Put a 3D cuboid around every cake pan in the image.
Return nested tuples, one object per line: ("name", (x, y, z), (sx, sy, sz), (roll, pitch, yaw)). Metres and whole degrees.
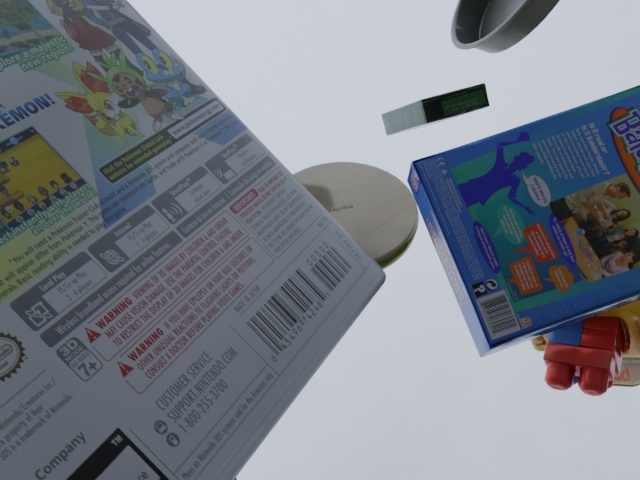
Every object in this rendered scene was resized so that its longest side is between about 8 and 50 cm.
("cake pan", (0.326, -0.428, 1.379), (0.054, 0.293, 0.293), (29, -75, -19))

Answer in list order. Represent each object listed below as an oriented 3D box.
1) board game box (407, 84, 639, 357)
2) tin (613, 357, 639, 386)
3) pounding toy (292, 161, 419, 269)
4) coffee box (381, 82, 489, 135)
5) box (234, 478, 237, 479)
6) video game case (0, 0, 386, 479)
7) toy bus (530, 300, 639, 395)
("board game box", (0.195, -0.019, 0.667), (0.210, 0.160, 0.047), (-18, -16, -5))
("tin", (0.383, 0.141, 1.134), (0.040, 0.189, 0.106), (-10, -93, -22))
("pounding toy", (0.000, 0.000, 1.032), (0.236, 0.183, 0.110), (7, -44, 11))
("coffee box", (0.179, -0.206, 1.342), (0.113, 0.184, 0.040), (-17, -85, -15))
("box", (-0.160, 0.288, 0.534), (0.257, 0.322, 0.079), (-4, -23, -26))
("video game case", (-0.137, -0.002, 0.419), (0.300, 0.329, 0.036), (46, -50, -2))
("toy bus", (0.289, 0.051, 0.789), (0.220, 0.211, 0.149), (2, -33, 26))
